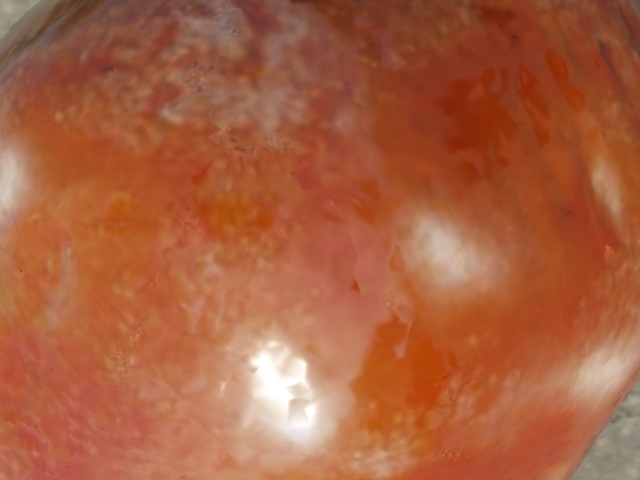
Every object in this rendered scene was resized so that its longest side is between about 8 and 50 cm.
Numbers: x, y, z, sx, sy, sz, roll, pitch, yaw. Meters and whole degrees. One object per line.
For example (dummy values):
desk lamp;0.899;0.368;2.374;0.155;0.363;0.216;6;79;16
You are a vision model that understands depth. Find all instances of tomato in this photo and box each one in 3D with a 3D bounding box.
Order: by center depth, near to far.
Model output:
tomato;0.002;-0.002;0.480;0.232;0.232;0.188;-36;93;40
